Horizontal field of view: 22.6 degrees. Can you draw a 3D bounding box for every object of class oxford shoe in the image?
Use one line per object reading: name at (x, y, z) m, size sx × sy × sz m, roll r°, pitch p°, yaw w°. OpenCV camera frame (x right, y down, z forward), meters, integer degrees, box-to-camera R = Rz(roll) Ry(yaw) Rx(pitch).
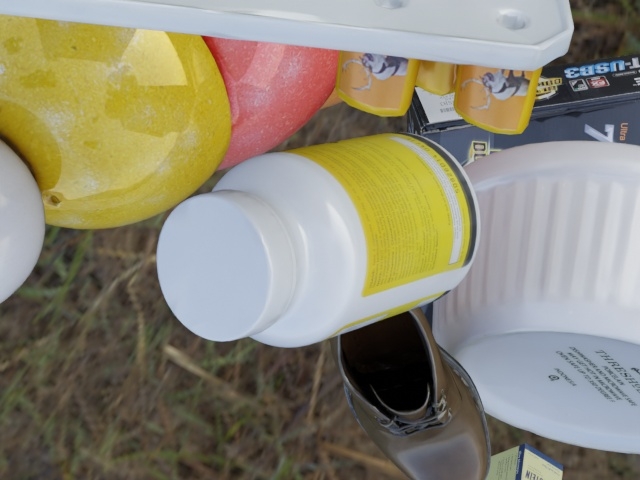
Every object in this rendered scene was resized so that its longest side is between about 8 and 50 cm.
oxford shoe at (0.053, 0.101, 1.039) m, size 0.082 × 0.096 × 0.227 m, roll -25°, pitch 122°, yaw 9°

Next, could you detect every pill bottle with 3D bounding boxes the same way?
pill bottle at (0.000, 0.000, 0.862) m, size 0.103 × 0.184 × 0.103 m, roll 7°, pitch 102°, yaw 35°

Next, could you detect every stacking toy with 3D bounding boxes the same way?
stacking toy at (-0.143, -0.130, 1.025) m, size 0.350 × 0.480 × 0.351 m, roll 23°, pitch 141°, yaw 21°

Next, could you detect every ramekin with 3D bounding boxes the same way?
ramekin at (0.201, 0.052, 1.119) m, size 0.273 × 0.127 × 0.273 m, roll 13°, pitch 155°, yaw 6°

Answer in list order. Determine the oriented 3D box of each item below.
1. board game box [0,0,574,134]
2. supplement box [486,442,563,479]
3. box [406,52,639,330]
board game box at (-0.110, -0.192, 0.667) m, size 0.390 × 0.390 × 0.050 m, roll 5°, pitch 131°, yaw -4°
supplement box at (0.193, 0.262, 1.617) m, size 0.056 × 0.083 × 0.083 m, roll 32°, pitch 140°, yaw -26°
box at (0.230, -0.037, 1.558) m, size 0.293 × 0.073 × 0.295 m, roll -7°, pitch 133°, yaw -6°
